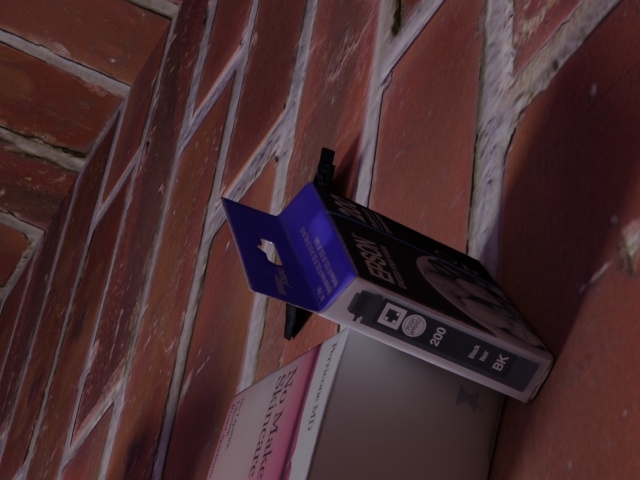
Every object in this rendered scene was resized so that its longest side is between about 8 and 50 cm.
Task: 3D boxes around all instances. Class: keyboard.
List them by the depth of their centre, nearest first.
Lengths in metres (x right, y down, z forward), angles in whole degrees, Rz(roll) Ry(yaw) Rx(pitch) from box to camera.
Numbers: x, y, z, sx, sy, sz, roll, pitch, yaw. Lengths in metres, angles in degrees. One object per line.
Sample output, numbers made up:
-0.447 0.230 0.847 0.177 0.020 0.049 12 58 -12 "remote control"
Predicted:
0.000 0.000 1.712 0.100 0.038 0.192 94 -173 -59 "keyboard"

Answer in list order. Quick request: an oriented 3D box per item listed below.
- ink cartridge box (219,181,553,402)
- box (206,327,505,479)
0.039 0.023 1.203 0.045 0.208 0.206 -64 17 13 "ink cartridge box"
0.012 0.172 1.238 0.232 0.127 0.148 -38 32 61 "box"
